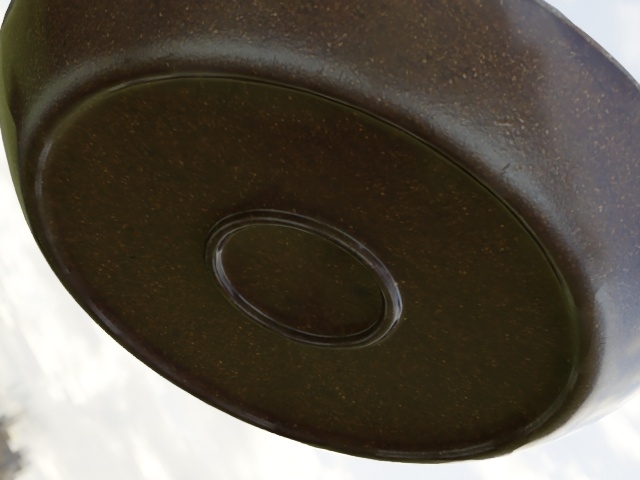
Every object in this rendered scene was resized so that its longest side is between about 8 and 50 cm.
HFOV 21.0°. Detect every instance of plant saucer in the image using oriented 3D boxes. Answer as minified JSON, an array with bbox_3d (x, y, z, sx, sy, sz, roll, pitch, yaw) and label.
[{"bbox_3d":[0.000,0.000,0.380,0.168,0.029,0.168,15,-38,12],"label":"plant saucer"}]
